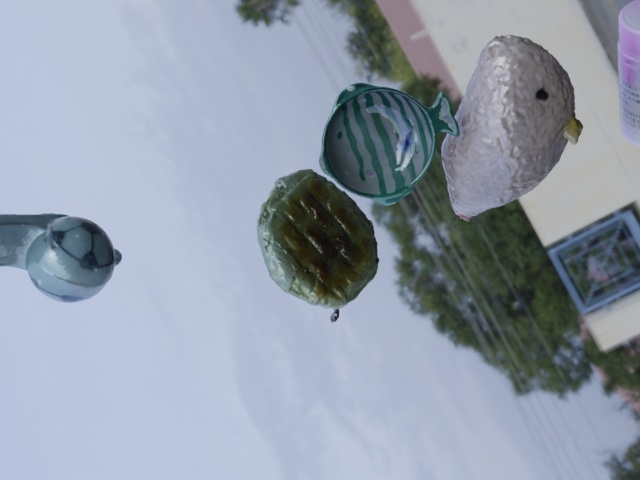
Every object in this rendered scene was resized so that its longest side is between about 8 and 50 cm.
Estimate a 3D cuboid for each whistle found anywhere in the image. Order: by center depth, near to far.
[{"bbox_3d":[-0.454,0.033,1.658,0.290,0.163,0.163,-4,-116,-52],"label":"whistle"}]

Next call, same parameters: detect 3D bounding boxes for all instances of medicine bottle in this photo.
[{"bbox_3d":[0.630,-0.311,1.805,0.152,0.152,0.254,-104,-2,-50],"label":"medicine bottle"}]

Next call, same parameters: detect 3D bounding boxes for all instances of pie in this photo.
[{"bbox_3d":[0.000,0.000,1.994,0.306,0.071,0.306,12,-115,-26],"label":"pie"}]

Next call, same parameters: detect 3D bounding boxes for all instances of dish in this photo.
[{"bbox_3d":[0.112,-0.182,1.702,0.078,0.246,0.224,-98,-14,-71],"label":"dish"}]

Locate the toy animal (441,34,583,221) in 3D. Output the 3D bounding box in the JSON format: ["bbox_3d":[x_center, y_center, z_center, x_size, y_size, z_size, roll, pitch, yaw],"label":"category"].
[{"bbox_3d":[0.342,-0.186,1.753,0.226,0.358,0.188,2,-142,-28],"label":"toy animal"}]

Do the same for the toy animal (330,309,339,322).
[{"bbox_3d":[0.042,0.021,2.172,0.097,0.157,0.312,2,-141,-22],"label":"toy animal"}]
